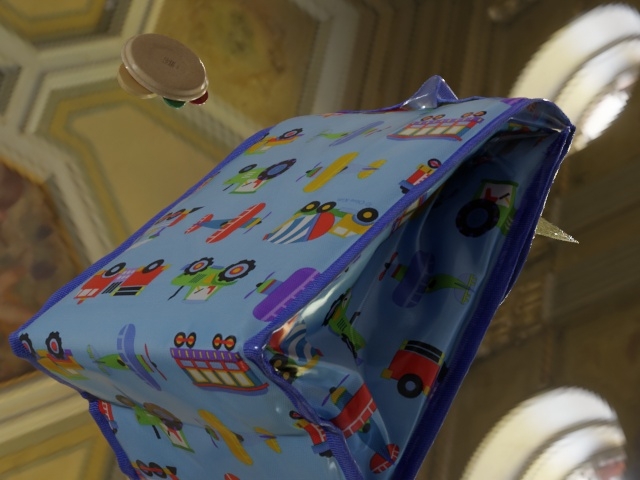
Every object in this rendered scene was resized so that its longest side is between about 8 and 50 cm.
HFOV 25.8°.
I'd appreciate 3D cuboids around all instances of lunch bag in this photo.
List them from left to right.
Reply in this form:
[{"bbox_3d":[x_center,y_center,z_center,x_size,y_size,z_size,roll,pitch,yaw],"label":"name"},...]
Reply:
[{"bbox_3d":[0.000,0.000,0.824,0.138,0.221,0.293,55,-125,-28],"label":"lunch bag"}]

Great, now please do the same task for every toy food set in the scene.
[{"bbox_3d":[-0.133,-0.145,1.198,0.082,0.020,0.083,18,-140,-20],"label":"toy food set"}]

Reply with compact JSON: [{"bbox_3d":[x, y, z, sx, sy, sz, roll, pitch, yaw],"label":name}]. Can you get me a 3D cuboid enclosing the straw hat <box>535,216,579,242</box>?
[{"bbox_3d":[0.162,-0.014,1.293,0.144,0.061,0.144,33,-175,-3],"label":"straw hat"}]
